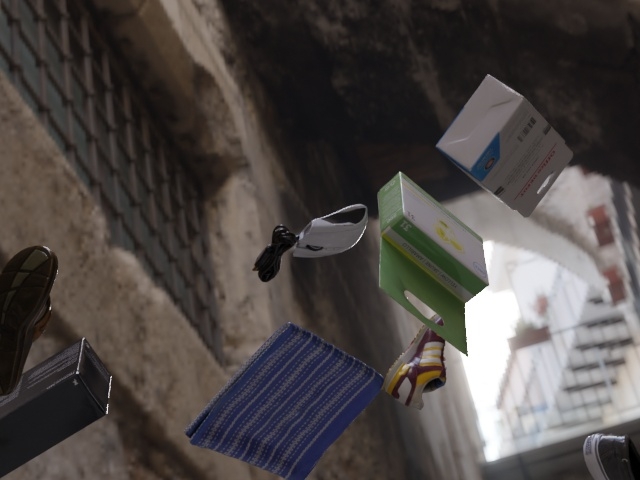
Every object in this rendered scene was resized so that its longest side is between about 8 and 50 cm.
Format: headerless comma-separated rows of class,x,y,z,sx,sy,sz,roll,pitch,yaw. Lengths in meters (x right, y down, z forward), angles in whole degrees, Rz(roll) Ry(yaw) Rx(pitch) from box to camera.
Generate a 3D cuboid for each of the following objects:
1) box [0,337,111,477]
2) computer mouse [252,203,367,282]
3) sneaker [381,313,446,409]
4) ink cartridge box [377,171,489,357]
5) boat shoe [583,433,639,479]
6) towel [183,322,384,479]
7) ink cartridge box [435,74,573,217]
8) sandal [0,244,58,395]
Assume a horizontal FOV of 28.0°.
box,-0.518,0.309,2.335,0.261,0.184,0.103,-31,-75,3
computer mouse,0.000,0.000,1.696,0.193,0.042,0.106,-20,-26,-39
sneaker,0.177,0.197,2.083,0.084,0.185,0.069,33,-32,13
ink cartridge box,0.154,0.028,1.739,0.171,0.235,0.056,38,-65,-21
boat shoe,0.452,0.343,1.818,0.076,0.080,0.228,-14,-51,33
towel,-0.044,0.267,2.035,0.243,0.040,0.336,-48,-35,4
ink cartridge box,0.219,-0.105,1.505,0.104,0.060,0.180,-54,-34,3
sandal,-0.395,0.107,1.725,0.060,0.090,0.219,-2,-67,-53
